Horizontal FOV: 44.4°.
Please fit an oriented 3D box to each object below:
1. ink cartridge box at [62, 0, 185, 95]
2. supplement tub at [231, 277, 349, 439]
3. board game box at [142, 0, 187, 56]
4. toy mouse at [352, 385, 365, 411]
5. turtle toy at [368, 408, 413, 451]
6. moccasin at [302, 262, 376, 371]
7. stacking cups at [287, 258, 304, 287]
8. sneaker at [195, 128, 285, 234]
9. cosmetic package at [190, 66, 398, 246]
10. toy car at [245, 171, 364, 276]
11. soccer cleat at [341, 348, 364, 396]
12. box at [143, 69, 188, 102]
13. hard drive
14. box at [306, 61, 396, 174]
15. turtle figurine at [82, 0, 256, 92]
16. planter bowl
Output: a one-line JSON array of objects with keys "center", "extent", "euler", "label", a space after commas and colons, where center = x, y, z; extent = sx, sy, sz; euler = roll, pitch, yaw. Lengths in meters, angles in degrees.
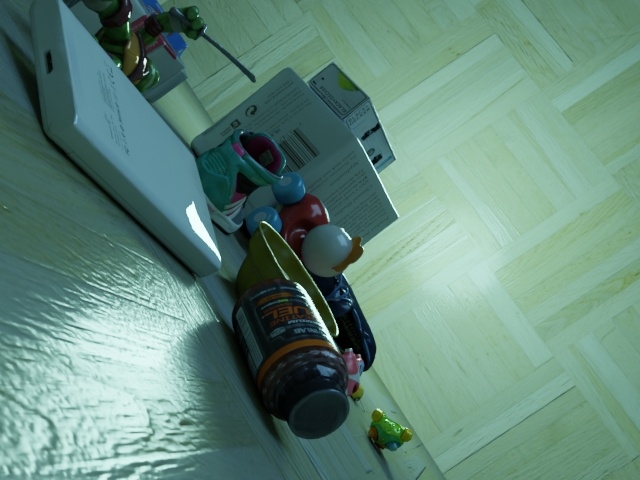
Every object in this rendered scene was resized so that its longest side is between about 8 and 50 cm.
[{"center": [-0.393, -0.430, 1.470], "extent": [0.283, 0.117, 0.207], "euler": [56, 1, 0], "label": "ink cartridge box"}, {"center": [-0.032, 0.136, 0.908], "extent": [0.106, 0.106, 0.198], "euler": [55, 1, -37], "label": "supplement tub"}, {"center": [-0.398, -0.465, 1.820], "extent": [0.160, 0.047, 0.210], "euler": [55, -28, -4], "label": "board game box"}, {"center": [0.057, 0.307, 1.840], "extent": [0.161, 0.031, 0.143], "euler": [55, 1, -44], "label": "toy mouse"}, {"center": [0.140, 0.404, 1.644], "extent": [0.095, 0.066, 0.130], "euler": [32, -7, 13], "label": "turtle toy"}, {"center": [0.040, 0.163, 1.882], "extent": [0.342, 0.137, 0.117], "euler": [52, 11, -11], "label": "moccasin"}, {"center": [-0.069, 0.078, 1.475], "extent": [0.096, 0.096, 0.316], "euler": [56, 0, 3], "label": "stacking cups"}, {"center": [-0.147, -0.118, 1.472], "extent": [0.124, 0.178, 0.295], "euler": [56, 1, 11], "label": "sneaker"}, {"center": [-0.059, -0.150, 2.018], "extent": [0.327, 0.329, 0.394], "euler": [50, -3, 35], "label": "cosmetic package"}, {"center": [0.000, 0.000, 1.700], "extent": [0.238, 0.210, 0.219], "euler": [12, -37, 30], "label": "toy car"}, {"center": [0.048, 0.277, 1.605], "extent": [0.248, 0.083, 0.095], "euler": [72, 14, -76], "label": "soccer cleat"}, {"center": [-0.357, -0.367, 1.685], "extent": [0.102, 0.101, 0.087], "euler": [54, 1, -4], "label": "box"}, {"center": [-0.215, -0.108, 0.899], "extent": [0.307, 0.040, 0.203], "euler": [55, 12, -55], "label": "hard drive"}, {"center": [0.085, -0.304, 2.020], "extent": [0.169, 0.087, 0.290], "euler": [51, -2, 33], "label": "box"}, {"center": [-0.227, -0.237, 1.054], "extent": [0.275, 0.198, 0.266], "euler": [53, 4, 13], "label": "turtle figurine"}, {"center": [-0.068, 0.081, 1.217], "extent": [0.217, 0.090, 0.217], "euler": [56, 6, -9], "label": "planter bowl"}]
